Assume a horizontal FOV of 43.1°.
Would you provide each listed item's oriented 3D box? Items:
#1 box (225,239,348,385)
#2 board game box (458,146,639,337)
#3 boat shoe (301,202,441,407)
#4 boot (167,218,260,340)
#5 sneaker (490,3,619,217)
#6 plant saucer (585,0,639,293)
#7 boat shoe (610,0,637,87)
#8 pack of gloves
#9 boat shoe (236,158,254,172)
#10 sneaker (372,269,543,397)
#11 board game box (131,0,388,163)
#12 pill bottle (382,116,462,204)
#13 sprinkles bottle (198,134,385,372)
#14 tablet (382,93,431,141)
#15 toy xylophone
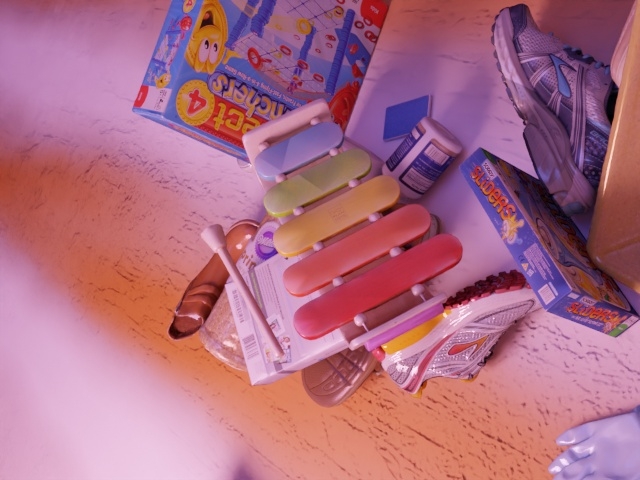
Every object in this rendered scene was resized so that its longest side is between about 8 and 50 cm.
[{"bbox_3d":[-0.031,0.086,1.035,0.186,0.038,0.145,-31,67,32],"label":"box"},{"bbox_3d":[0.235,0.001,0.843,0.035,0.136,0.201,-46,46,26],"label":"board game box"},{"bbox_3d":[0.072,0.090,1.038,0.104,0.089,0.285,39,108,33],"label":"boat shoe"},{"bbox_3d":[-0.157,0.066,1.251,0.197,0.073,0.152,-50,6,38],"label":"boot"},{"bbox_3d":[0.280,-0.162,0.909,0.122,0.110,0.283,-23,59,19],"label":"sneaker"},{"bbox_3d":[0.393,-0.064,0.654,0.333,0.080,0.333,39,136,48],"label":"plant saucer"},{"bbox_3d":[0.380,-0.278,0.827,0.302,0.109,0.098,-59,36,4],"label":"boat shoe"},{"bbox_3d":[0.310,0.233,0.733,0.232,0.046,0.195,-38,50,31],"label":"pack of gloves"},{"bbox_3d":[-0.098,-0.227,1.348,0.079,0.081,0.228,30,97,49],"label":"boat shoe"},{"bbox_3d":[0.172,0.105,0.923,0.225,0.088,0.093,-31,91,25],"label":"sneaker"},{"bbox_3d":[-0.075,-0.266,1.166,0.086,0.308,0.302,18,88,48],"label":"board game box"},{"bbox_3d":[0.123,-0.097,1.060,0.120,0.067,0.067,-50,44,21],"label":"pill bottle"},{"bbox_3d":[-0.043,0.015,1.157,0.121,0.121,0.356,42,107,48],"label":"sprinkles bottle"},{"bbox_3d":[0.121,-0.172,1.141,0.083,0.006,0.054,-9,68,47],"label":"tablet"},{"bbox_3d":[0.000,0.000,0.943,0.236,0.081,0.323,-34,65,-10],"label":"toy xylophone"}]
